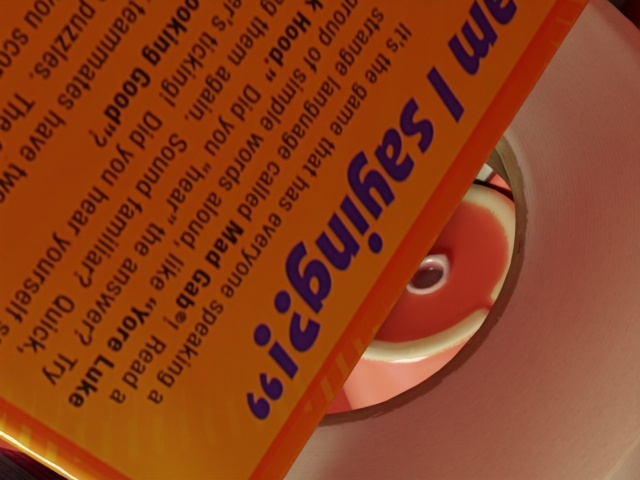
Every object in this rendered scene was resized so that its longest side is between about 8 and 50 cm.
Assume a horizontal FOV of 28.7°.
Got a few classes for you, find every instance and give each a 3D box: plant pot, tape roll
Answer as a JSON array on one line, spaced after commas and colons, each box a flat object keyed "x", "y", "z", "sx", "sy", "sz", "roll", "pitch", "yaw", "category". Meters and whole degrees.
[{"x": 0.132, "y": 0.098, "z": 1.115, "sx": 0.275, "sy": 0.275, "sz": 0.243, "roll": 23, "pitch": 154, "yaw": 44, "category": "plant pot"}, {"x": 0.015, "y": 0.009, "z": 0.683, "sx": 0.392, "sy": 0.392, "sz": 0.072, "roll": 27, "pitch": 167, "yaw": 30, "category": "tape roll"}]

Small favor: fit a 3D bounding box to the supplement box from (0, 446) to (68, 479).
[{"x": -0.093, "y": 0.151, "z": 0.477, "sx": 0.220, "sy": 0.111, "sz": 0.114, "roll": 22, "pitch": 175, "yaw": -36, "category": "supplement box"}]

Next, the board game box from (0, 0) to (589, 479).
[{"x": -0.141, "y": -0.155, "z": 0.500, "sx": 0.356, "sy": 0.357, "sz": 0.356, "roll": 40, "pitch": 167, "yaw": -28, "category": "board game box"}]
